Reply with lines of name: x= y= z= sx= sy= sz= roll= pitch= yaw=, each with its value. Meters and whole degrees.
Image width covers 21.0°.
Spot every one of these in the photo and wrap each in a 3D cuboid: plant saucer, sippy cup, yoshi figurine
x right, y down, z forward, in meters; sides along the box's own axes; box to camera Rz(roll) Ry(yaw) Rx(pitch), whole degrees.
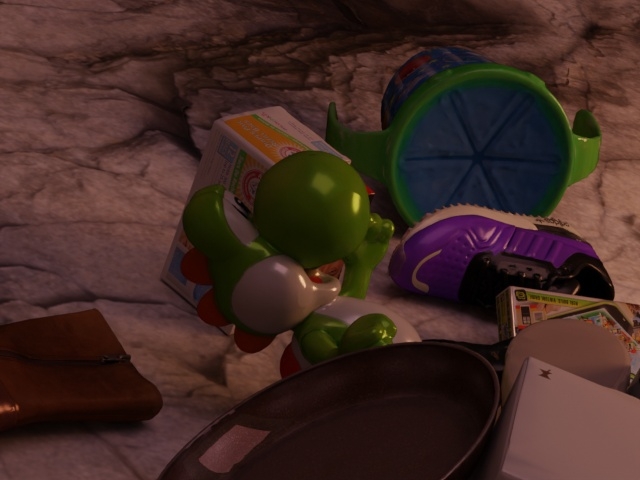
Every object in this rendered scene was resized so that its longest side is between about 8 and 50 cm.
plant saucer: x=0.006 y=0.184 z=1.389 sx=0.310 sy=0.050 sz=0.310 roll=-22 pitch=21 yaw=9
sippy cup: x=0.174 y=-0.134 z=2.144 sx=0.305 sy=0.240 sz=0.224 roll=36 pitch=13 yaw=-21
yoshi figurine: x=0.038 y=0.057 z=1.626 sx=0.362 sy=0.203 sz=0.203 roll=45 pitch=65 yaw=-10

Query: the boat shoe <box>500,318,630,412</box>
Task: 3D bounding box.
boat shoe: x=0.218 y=0.211 z=1.633 sx=0.127 sy=0.158 sz=0.340 roll=12 pitch=27 yaw=10

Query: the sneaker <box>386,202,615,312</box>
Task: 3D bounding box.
sneaker: x=0.222 y=0.040 z=1.980 sx=0.293 sy=0.102 sz=0.146 roll=0 pitch=36 yaw=-33

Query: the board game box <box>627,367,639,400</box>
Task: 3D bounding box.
board game box: x=0.325 y=0.250 z=1.568 sx=0.097 sy=0.224 sz=0.303 roll=20 pitch=29 yaw=-7

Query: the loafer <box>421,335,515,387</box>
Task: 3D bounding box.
loafer: x=0.158 y=0.145 z=1.788 sx=0.223 sy=0.078 sz=0.076 roll=-5 pitch=42 yaw=-7

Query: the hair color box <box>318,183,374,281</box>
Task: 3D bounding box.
hair color box: x=0.000 y=0.000 z=1.863 sx=0.072 sy=0.141 sz=0.043 roll=-10 pitch=41 yaw=-42

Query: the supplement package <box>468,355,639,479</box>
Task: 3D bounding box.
supplement package: x=0.179 y=0.275 z=1.357 sx=0.177 sy=0.293 sz=0.175 roll=22 pitch=29 yaw=3

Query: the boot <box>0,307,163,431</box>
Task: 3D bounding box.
boot: x=-0.313 y=0.078 z=1.578 sx=0.280 sy=0.096 sz=0.264 roll=-8 pitch=39 yaw=-42

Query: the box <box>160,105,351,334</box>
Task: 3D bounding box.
box: x=-0.068 y=-0.022 z=1.791 sx=0.114 sy=0.203 sz=0.103 roll=38 pitch=33 yaw=27

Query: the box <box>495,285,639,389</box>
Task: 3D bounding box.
box: x=0.295 y=0.120 z=1.905 sx=0.207 sy=0.036 sz=0.114 roll=8 pitch=63 yaw=-21
